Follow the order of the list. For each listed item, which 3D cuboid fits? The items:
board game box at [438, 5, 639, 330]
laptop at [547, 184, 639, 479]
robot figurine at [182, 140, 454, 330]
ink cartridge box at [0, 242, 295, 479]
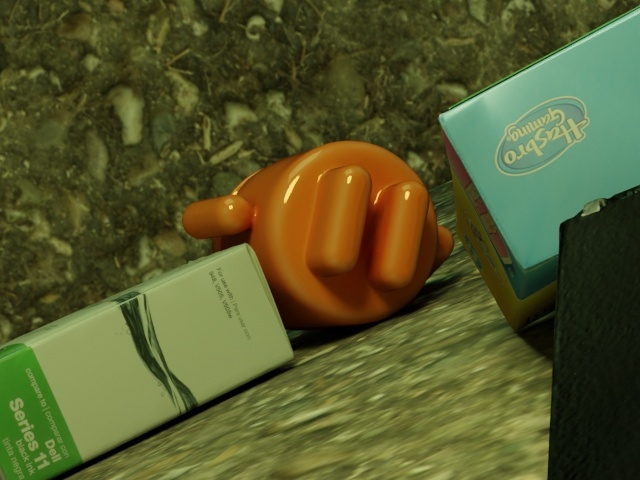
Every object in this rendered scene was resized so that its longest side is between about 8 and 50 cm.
[{"bbox_3d":[0.172,-0.054,0.745,0.242,0.064,0.316,-28,-8,2],"label":"board game box"},{"bbox_3d":[0.203,0.018,0.517,0.234,0.136,0.264,-21,-22,24],"label":"laptop"},{"bbox_3d":[0.002,0.001,1.236,0.158,0.128,0.219,-27,6,-22],"label":"robot figurine"},{"bbox_3d":[-0.141,0.086,1.166,0.208,0.087,0.153,-25,3,-21],"label":"ink cartridge box"}]
